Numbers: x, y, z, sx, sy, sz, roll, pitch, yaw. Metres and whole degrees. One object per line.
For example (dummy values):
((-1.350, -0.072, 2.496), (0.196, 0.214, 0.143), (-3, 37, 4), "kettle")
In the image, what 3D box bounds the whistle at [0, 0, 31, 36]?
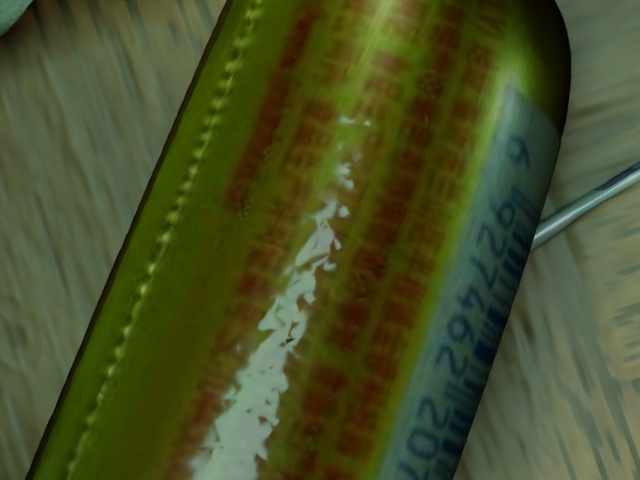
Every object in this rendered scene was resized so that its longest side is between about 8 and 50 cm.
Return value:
((-0.164, -0.079, 0.533), (0.312, 0.062, 0.062), (-21, 84, 8), "whistle")

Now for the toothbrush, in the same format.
((0.104, -0.020, 0.506), (0.131, 0.011, 0.013), (-31, 95, 7), "toothbrush")

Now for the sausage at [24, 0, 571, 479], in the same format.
((-0.002, -0.001, 0.463), (0.125, 0.117, 0.317), (23, 80, -17), "sausage")
